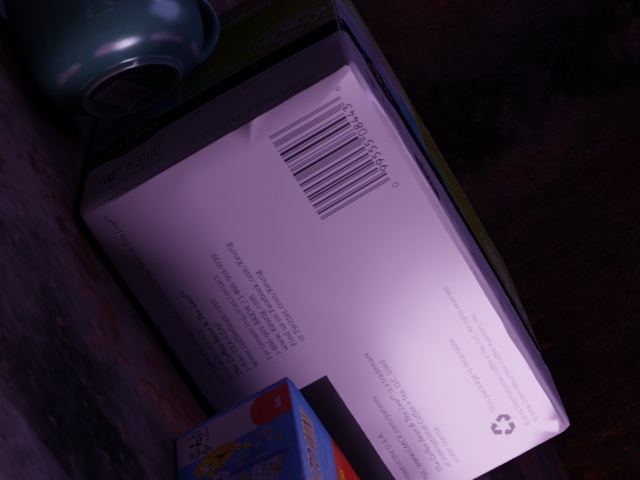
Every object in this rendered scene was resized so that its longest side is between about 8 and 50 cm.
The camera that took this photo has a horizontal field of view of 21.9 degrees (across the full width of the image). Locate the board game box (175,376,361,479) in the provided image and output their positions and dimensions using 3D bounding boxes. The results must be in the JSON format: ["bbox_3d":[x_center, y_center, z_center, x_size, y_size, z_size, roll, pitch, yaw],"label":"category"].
[{"bbox_3d":[0.032,0.285,0.985,0.302,0.086,0.308,57,9,-26],"label":"board game box"}]

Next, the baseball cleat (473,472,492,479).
[{"bbox_3d":[0.097,0.221,1.586,0.206,0.072,0.109,31,27,-46],"label":"baseball cleat"}]

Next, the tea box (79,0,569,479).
[{"bbox_3d":[0.000,0.000,1.282,0.329,0.220,0.323,58,8,-22],"label":"tea box"}]

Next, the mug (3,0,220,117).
[{"bbox_3d":[-0.136,-0.150,1.177,0.129,0.158,0.097,112,-41,-65],"label":"mug"}]
